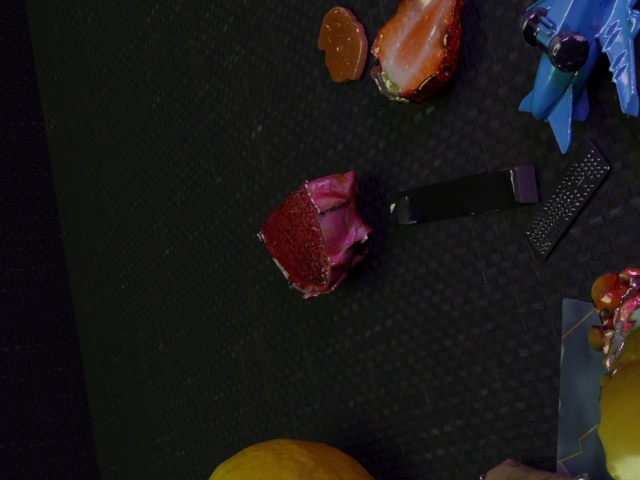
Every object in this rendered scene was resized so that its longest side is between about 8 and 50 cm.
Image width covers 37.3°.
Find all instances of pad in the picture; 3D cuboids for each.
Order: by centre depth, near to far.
[{"bbox_3d":[0.325,0.194,1.057,0.164,0.004,0.243,11,103,58],"label":"pad"}]

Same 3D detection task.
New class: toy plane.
[{"bbox_3d":[0.279,-0.237,0.993,0.254,0.105,0.271,-114,30,-56],"label":"toy plane"}]

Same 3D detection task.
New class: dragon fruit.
[{"bbox_3d":[0.330,0.086,0.922,0.150,0.133,0.208,50,176,-26],"label":"dragon fruit"},{"bbox_3d":[0.011,0.002,1.454,0.161,0.126,0.274,69,156,9],"label":"dragon fruit"}]

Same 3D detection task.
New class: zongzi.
[{"bbox_3d":[0.267,0.351,1.102,0.160,0.078,0.176,-9,94,66],"label":"zongzi"}]

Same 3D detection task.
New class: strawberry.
[{"bbox_3d":[0.137,-0.261,1.244,0.146,0.082,0.187,56,132,31],"label":"strawberry"}]

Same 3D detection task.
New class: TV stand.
[{"bbox_3d":[0.180,-0.055,1.231,0.256,0.040,0.049,-9,86,59],"label":"TV stand"}]

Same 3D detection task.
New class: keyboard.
[{"bbox_3d":[0.281,-0.045,1.094,0.053,0.010,0.155,62,142,36],"label":"keyboard"}]

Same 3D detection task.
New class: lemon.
[{"bbox_3d":[-0.042,0.452,1.403,0.336,0.336,0.336,11,103,58],"label":"lemon"}]

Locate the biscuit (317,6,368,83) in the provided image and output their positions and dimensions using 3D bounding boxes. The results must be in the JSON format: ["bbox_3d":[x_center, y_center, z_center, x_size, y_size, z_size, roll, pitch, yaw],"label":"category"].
[{"bbox_3d":[0.036,-0.301,1.461,0.102,0.019,0.130,-59,45,43],"label":"biscuit"}]

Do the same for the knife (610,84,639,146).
[{"bbox_3d":[0.341,-0.093,0.912,0.245,0.019,0.072,-104,20,-46],"label":"knife"}]

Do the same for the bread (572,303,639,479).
[{"bbox_3d":[0.383,0.113,0.664,0.377,0.251,0.208,-20,74,41],"label":"bread"}]
